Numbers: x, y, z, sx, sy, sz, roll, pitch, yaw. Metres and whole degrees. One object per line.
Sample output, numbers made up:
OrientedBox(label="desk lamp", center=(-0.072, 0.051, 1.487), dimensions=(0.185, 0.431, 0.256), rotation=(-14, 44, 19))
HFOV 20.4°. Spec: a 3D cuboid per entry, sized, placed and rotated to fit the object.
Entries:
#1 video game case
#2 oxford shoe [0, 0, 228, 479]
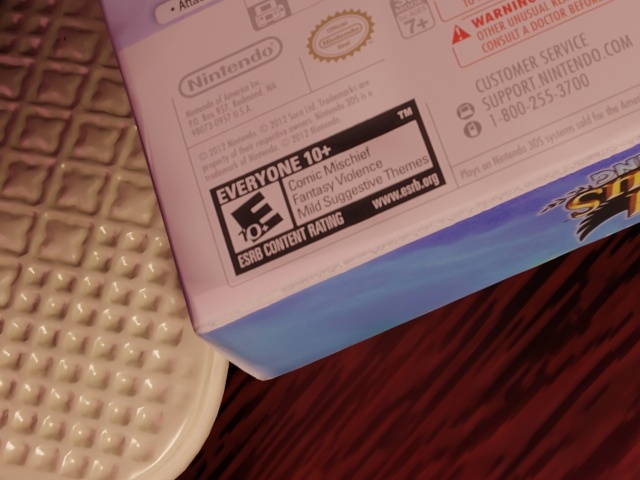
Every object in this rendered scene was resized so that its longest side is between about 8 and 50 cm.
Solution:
OrientedBox(label="video game case", center=(0.058, -0.119, 0.561), dimensions=(0.270, 0.061, 0.244), rotation=(-23, 64, 11))
OrientedBox(label="oxford shoe", center=(-0.168, -0.061, 0.798), dimensions=(0.169, 0.130, 0.449), rotation=(-27, 60, -15))
